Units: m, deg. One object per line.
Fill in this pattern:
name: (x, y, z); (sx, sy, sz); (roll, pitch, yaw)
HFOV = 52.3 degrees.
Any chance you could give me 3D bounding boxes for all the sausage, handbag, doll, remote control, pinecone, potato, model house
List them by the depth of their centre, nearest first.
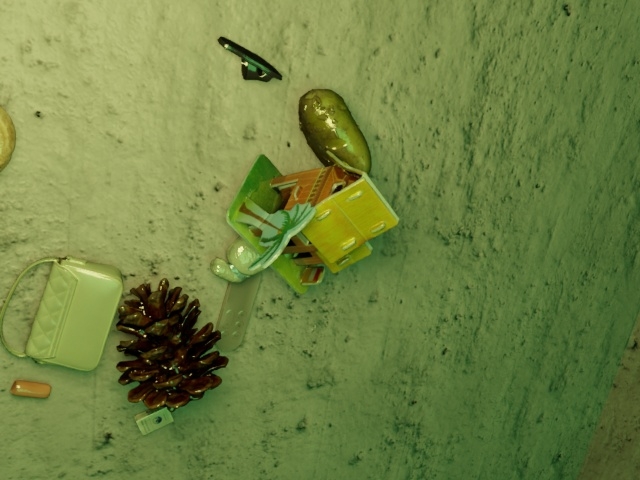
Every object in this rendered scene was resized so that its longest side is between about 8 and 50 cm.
handbag: (-0.548, 0.148, 1.374); (0.219, 0.079, 0.256); (17, 104, -24)
model house: (0.000, 0.000, 1.388); (0.300, 0.324, 0.340); (49, 50, -35)
sausage: (-0.634, 0.327, 1.432); (0.083, 0.034, 0.034); (20, 102, -37)
pinecone: (-0.333, 0.233, 1.442); (0.244, 0.244, 0.309); (-18, 107, -21)
potato: (0.033, -0.227, 1.470); (0.113, 0.149, 0.251); (-38, 119, -23)
doll: (-0.159, 0.028, 1.529); (0.214, 0.071, 0.103); (-36, 106, -22)
remote control: (-0.206, 0.163, 1.607); (0.077, 0.022, 0.245); (7, 110, -34)

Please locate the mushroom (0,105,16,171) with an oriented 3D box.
mushroom: (-0.620, -0.176, 1.136); (0.166, 0.127, 0.166); (-14, 126, -20)

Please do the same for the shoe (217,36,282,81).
shoe: (-0.155, -0.365, 1.356); (0.159, 0.062, 0.053); (25, 112, -37)

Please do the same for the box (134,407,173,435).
box: (-0.414, 0.444, 1.623); (0.083, 0.024, 0.054); (-23, 121, -18)
